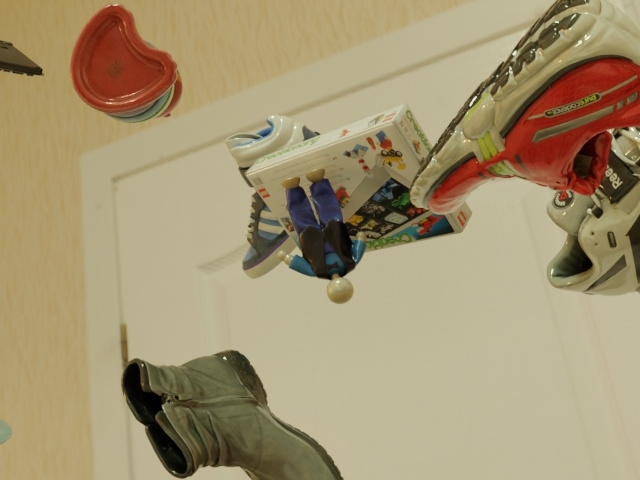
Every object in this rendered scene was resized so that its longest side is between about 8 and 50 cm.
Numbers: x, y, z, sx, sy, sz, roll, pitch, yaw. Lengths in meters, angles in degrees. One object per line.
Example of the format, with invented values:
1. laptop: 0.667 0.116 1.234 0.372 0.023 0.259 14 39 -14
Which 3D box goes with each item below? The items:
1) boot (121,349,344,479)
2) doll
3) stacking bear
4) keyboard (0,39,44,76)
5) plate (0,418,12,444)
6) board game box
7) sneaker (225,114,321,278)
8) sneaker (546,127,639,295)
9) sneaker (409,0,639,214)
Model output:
1. boot: -0.091 0.214 0.728 0.083 0.246 0.161 -52 -24 20
2. doll: 0.000 0.000 1.015 0.129 0.189 0.046 -18 -12 -8
3. stacking bear: -0.338 -0.296 1.360 0.164 0.175 0.289 -43 0 3
4. keyboard: -0.559 -0.279 0.980 0.317 0.201 0.033 1 -61 -51
5. plate: -0.458 0.211 0.847 0.188 0.024 0.188 7 1 0
6. board game box: 0.048 -0.071 1.089 0.305 0.053 0.193 -13 -59 43
7. sneaker: -0.112 -0.097 1.423 0.236 0.130 0.323 41 -62 -10
8. sneaker: 0.329 -0.059 0.789 0.146 0.122 0.330 -5 -52 -7
9. sneaker: 0.161 -0.070 0.574 0.118 0.107 0.279 38 -23 -1
